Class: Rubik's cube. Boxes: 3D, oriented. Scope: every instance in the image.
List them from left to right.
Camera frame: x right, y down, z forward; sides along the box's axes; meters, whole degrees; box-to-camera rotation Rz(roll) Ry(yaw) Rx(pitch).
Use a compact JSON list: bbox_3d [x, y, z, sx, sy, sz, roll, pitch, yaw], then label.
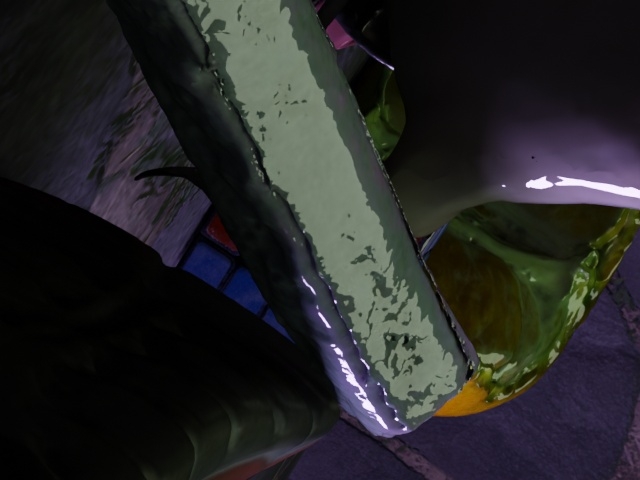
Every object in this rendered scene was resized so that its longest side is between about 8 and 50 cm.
[{"bbox_3d":[0.000,0.000,0.867,0.092,0.092,0.092,-58,175,8],"label":"Rubik's cube"}]

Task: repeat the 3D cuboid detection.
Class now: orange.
[{"bbox_3d":[0.072,-0.003,1.025,0.237,0.179,0.158,-56,172,-26],"label":"orange"}]

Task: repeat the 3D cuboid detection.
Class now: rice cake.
[{"bbox_3d":[-0.012,-0.028,0.370,0.033,0.033,0.207,-45,135,-19],"label":"rice cake"}]

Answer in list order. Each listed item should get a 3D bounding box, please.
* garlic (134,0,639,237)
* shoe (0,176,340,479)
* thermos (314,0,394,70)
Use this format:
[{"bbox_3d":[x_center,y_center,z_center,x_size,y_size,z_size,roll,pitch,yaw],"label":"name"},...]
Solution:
[{"bbox_3d":[0.098,-0.158,0.403,0.340,0.246,0.231,-53,140,-17],"label":"garlic"},{"bbox_3d":[-0.083,0.069,0.418,0.137,0.114,0.291,-60,173,14],"label":"shoe"},{"bbox_3d":[0.073,-0.116,0.749,0.136,0.109,0.330,-59,175,14],"label":"thermos"}]
